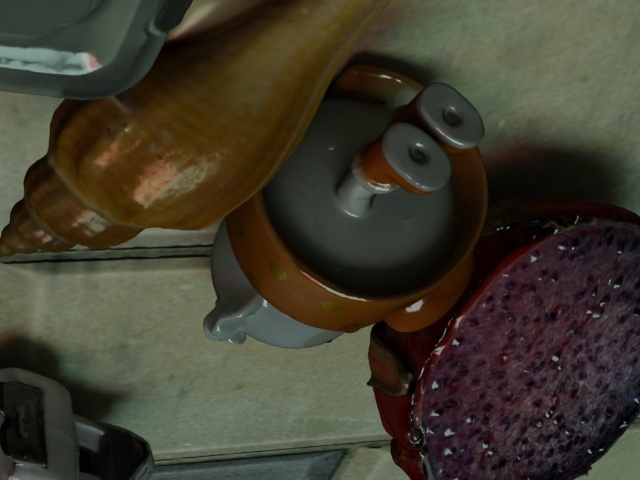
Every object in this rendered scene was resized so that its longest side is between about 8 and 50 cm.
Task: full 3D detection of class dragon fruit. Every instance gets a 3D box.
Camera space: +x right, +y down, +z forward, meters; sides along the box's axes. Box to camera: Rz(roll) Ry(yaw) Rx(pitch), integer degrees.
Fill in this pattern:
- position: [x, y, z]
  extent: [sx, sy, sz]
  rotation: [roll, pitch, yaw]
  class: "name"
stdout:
- position: [0.108, 0.050, 0.789]
  extent: [0.224, 0.148, 0.218]
  rotation: [17, 108, -39]
  class: "dragon fruit"

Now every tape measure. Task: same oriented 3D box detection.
- position: [-0.237, 0.182, 0.872]
  extent: [0.236, 0.120, 0.197]
  rotation: [-25, 149, 27]
  class: "tape measure"

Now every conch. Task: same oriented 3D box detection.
- position: [-0.023, -0.096, 0.540]
  extent: [0.330, 0.109, 0.093]
  rotation: [-39, 179, 4]
  class: "conch"

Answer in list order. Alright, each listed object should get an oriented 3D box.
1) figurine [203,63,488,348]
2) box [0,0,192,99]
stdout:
- position: [-0.005, -0.008, 0.662]
  extent: [0.143, 0.143, 0.271]
  rotation: [10, 167, -33]
  class: "figurine"
- position: [-0.144, -0.137, 0.383]
  extent: [0.227, 0.130, 0.162]
  rotation: [5, 145, -26]
  class: "box"
